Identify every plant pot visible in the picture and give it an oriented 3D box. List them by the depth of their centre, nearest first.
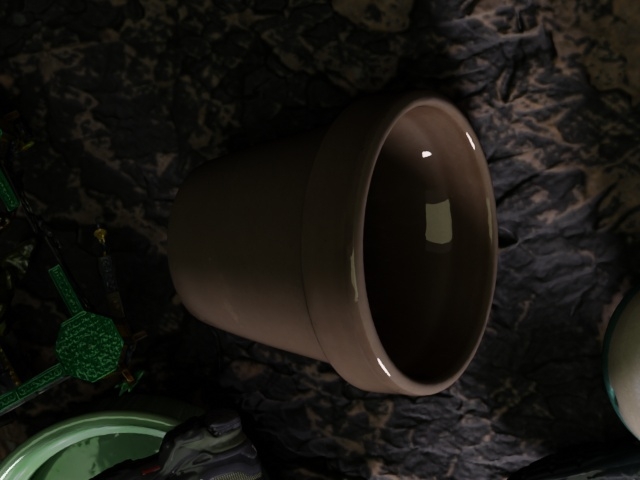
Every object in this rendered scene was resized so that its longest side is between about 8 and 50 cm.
[{"bbox_3d":[0.000,0.000,1.662,0.229,0.263,0.263,1,111,32],"label":"plant pot"}]

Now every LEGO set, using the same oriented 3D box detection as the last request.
[{"bbox_3d":[-0.312,0.040,1.781,0.255,0.192,0.331,-39,85,2],"label":"LEGO set"}]

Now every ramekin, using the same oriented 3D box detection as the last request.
[{"bbox_3d":[-0.176,0.290,1.805,0.303,0.148,0.303,0,100,2],"label":"ramekin"}]

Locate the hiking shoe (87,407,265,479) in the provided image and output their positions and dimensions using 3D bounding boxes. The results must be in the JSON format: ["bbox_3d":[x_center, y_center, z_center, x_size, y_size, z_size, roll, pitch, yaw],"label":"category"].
[{"bbox_3d":[-0.148,0.245,1.676,0.227,0.086,0.114,-31,94,6],"label":"hiking shoe"}]

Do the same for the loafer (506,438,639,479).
[{"bbox_3d":[0.279,0.223,1.753,0.223,0.076,0.078,-14,99,12],"label":"loafer"}]

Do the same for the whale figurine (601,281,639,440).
[{"bbox_3d":[0.375,0.086,1.672,0.272,0.141,0.216,-22,100,-7],"label":"whale figurine"}]
